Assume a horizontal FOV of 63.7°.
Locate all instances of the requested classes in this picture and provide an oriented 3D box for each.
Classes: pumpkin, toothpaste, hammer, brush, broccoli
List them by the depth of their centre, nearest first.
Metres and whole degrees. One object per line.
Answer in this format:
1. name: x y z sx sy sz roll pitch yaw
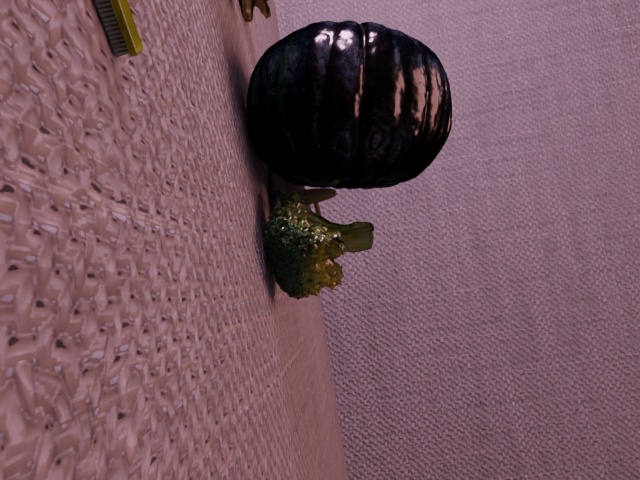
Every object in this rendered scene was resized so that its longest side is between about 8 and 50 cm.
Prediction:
1. brush: -0.131 -0.158 0.319 0.019 0.021 0.083 -94 180 -54
2. broccoli: 0.000 0.000 0.868 0.220 0.194 0.194 -169 -111 -85
3. pumpkin: 0.051 -0.225 0.914 0.363 0.363 0.266 35 59 -87
4. hammer: 0.008 -0.051 1.008 0.195 0.060 0.028 76 7 -67
5. toothpaste: -0.079 -0.162 1.088 0.125 0.080 0.371 95 -15 -69

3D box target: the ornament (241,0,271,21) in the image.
1. ornament: -0.155 -0.573 1.060 0.180 0.059 0.201 -53 131 -86
